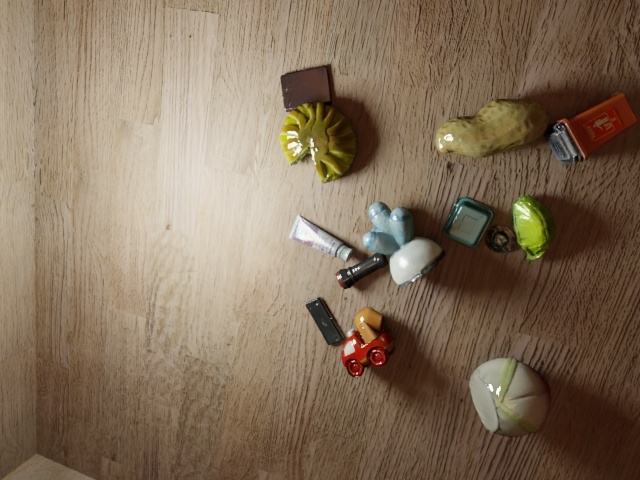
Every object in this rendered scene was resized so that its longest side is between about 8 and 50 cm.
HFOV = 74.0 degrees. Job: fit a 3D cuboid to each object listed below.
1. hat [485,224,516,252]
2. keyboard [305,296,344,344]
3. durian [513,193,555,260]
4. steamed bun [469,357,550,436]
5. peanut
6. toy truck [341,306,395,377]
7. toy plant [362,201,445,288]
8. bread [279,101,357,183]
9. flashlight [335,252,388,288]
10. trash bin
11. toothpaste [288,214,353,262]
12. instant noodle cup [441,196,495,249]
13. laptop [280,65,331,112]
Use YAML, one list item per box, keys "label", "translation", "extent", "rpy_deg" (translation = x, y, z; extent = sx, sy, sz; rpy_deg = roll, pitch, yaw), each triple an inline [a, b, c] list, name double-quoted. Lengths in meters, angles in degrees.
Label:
- label: "hat"
  translation: [0.705, 0.001, 1.654]
  extent: [0.121, 0.050, 0.121]
  rpy_deg: [3, 104, 13]
- label: "keyboard"
  translation: [0.021, 0.370, 1.953]
  extent: [0.093, 0.025, 0.230]
  rpy_deg: [-28, 93, 22]
- label: "durian"
  translation: [0.802, -0.050, 1.592]
  extent: [0.139, 0.101, 0.250]
  rpy_deg: [-15, 99, 55]
- label: "steamed bun"
  translation: [0.762, 0.599, 1.657]
  extent: [0.308, 0.309, 0.310]
  rpy_deg: [4, 103, 16]
- label: "peanut"
  translation: [0.610, -0.403, 1.530]
  extent: [0.386, 0.169, 0.193]
  rpy_deg: [-11, 86, 19]
- label: "toy truck"
  translation: [0.188, 0.431, 1.839]
  extent: [0.264, 0.189, 0.239]
  rpy_deg: [-34, 81, 21]
- label: "toy plant"
  translation: [0.304, -0.010, 1.684]
  extent: [0.247, 0.247, 0.332]
  rpy_deg: [-40, 87, 20]
- label: "bread"
  translation: [-0.013, -0.402, 1.720]
  extent: [0.332, 0.160, 0.334]
  rpy_deg: [3, 102, 14]
- label: "flashlight"
  translation: [0.179, 0.122, 1.825]
  extent: [0.231, 0.093, 0.093]
  rpy_deg: [-31, 92, 15]
- label: "trash bin"
  translation: [0.915, -0.381, 1.455]
  extent: [0.238, 0.184, 0.161]
  rpy_deg: [-30, 92, 9]
- label: "toothpaste"
  translation: [0.000, 0.000, 1.860]
  extent: [0.299, 0.073, 0.114]
  rpy_deg: [27, 108, 17]
- label: "instant noodle cup"
  translation: [0.579, -0.064, 1.669]
  extent: [0.157, 0.070, 0.179]
  rpy_deg: [26, 109, 11]
- label: "laptop"
  translation: [-0.060, -0.624, 1.758]
  extent: [0.206, 0.026, 0.154]
  rpy_deg: [-5, 99, 17]
